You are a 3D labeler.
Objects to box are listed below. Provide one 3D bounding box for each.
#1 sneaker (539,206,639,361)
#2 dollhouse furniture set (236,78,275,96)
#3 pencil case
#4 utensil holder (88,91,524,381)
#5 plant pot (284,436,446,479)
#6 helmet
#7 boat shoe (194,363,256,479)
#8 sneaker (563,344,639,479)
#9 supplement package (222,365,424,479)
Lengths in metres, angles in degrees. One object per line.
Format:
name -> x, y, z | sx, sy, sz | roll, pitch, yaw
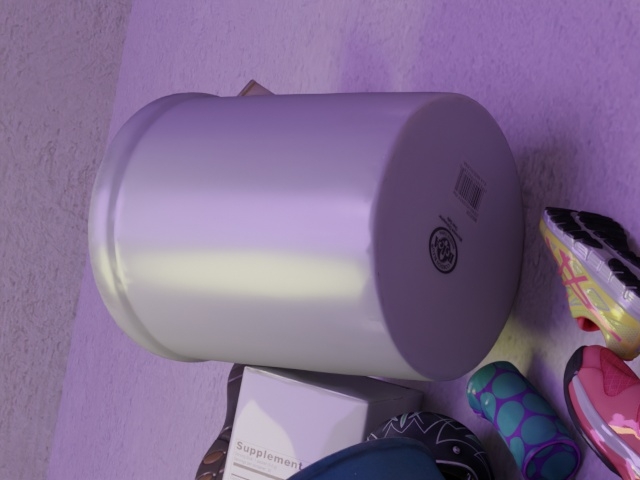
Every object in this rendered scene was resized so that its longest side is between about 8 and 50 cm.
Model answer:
sneaker -> 0.265, 0.040, 1.228 | 0.208, 0.081, 0.094 | -116, 36, -55
dollhouse furniture set -> -0.111, -0.087, 1.775 | 0.242, 0.212, 0.161 | -49, 32, 0
pencil case -> 0.210, 0.193, 1.307 | 0.070, 0.064, 0.152 | -56, 30, 14
utensil holder -> -0.012, -0.007, 1.407 | 0.385, 0.327, 0.328 | 4, 84, 38
plant pot -> 0.060, 0.365, 1.132 | 0.255, 0.271, 0.272 | 52, 131, 33
helmet -> 0.113, 0.267, 1.364 | 0.169, 0.169, 0.162 | -21, 81, 62
boat shoe -> -0.073, 0.298, 1.747 | 0.132, 0.130, 0.355 | -17, 36, 30
sneaker -> 0.321, 0.179, 1.053 | 0.136, 0.116, 0.314 | -44, 36, 13
supplement package -> -0.008, 0.309, 1.530 | 0.175, 0.177, 0.293 | 13, 93, 26
